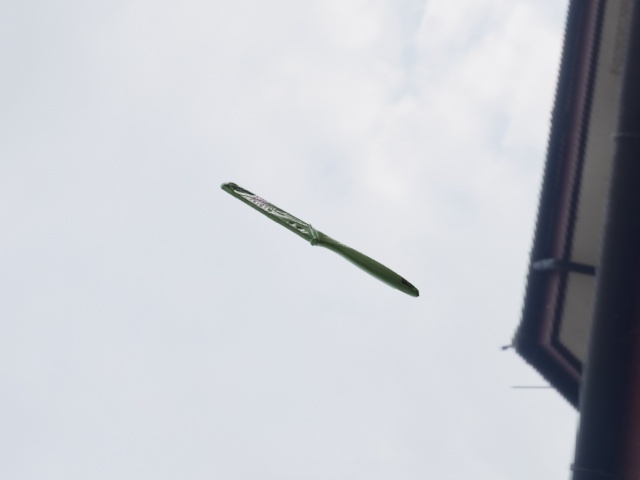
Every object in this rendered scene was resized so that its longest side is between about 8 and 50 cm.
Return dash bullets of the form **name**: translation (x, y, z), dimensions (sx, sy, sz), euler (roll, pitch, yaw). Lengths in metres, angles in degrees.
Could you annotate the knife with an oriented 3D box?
- **knife**: translation (0.000, 0.000, 0.932), dimensions (0.207, 0.030, 0.014), euler (30, -66, 0)
